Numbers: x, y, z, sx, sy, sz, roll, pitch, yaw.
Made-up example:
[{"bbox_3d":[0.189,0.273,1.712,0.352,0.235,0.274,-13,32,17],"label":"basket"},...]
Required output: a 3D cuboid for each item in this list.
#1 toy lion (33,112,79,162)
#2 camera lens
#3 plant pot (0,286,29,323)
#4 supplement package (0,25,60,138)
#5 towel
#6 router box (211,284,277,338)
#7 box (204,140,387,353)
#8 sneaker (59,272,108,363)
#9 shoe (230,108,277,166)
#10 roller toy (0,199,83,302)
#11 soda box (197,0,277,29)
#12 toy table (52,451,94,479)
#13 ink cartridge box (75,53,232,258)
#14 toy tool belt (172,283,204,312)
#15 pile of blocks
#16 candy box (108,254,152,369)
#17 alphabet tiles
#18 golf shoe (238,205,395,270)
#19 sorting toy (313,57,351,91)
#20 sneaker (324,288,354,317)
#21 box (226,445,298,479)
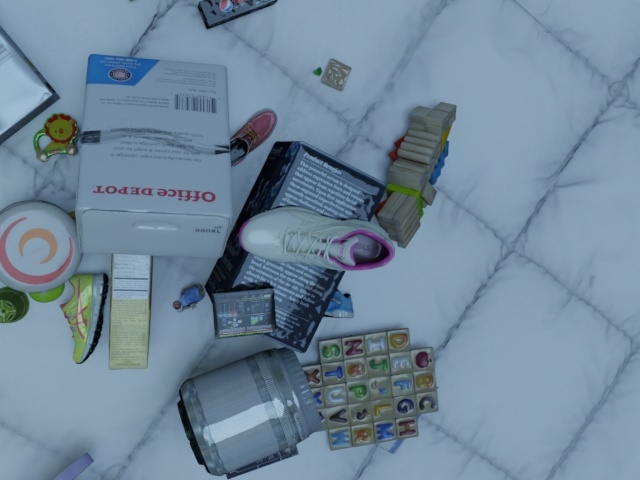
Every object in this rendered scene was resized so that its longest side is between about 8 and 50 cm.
[{"bbox_3d":[-0.576,-0.227,1.617,0.100,0.034,0.096,-15,93,-11],"label":"toy lion"},{"bbox_3d":[-0.160,0.372,1.630,0.274,0.219,0.219,-20,101,-10],"label":"camera lens"},{"bbox_3d":[-0.682,0.147,1.611,0.083,0.079,0.083,-1,97,-12],"label":"plant pot"},{"bbox_3d":[-0.703,-0.337,1.512,0.204,0.145,0.261,-39,104,-5],"label":"supplement package"},{"bbox_3d":[0.132,0.387,1.857,0.285,0.034,0.209,33,91,-13],"label":"towel"},{"bbox_3d":[-0.149,0.139,1.454,0.123,0.038,0.092,-4,98,-12],"label":"router box"},{"bbox_3d":[-0.068,0.000,1.628,0.212,0.293,0.395,26,90,-15],"label":"box"},{"bbox_3d":[-0.535,0.170,1.656,0.094,0.081,0.208,9,88,-7],"label":"sneaker"},{"bbox_3d":[-0.161,-0.231,1.686,0.178,0.081,0.063,-44,104,-5],"label":"shoe"},{"bbox_3d":[-0.607,0.007,1.577,0.191,0.146,0.209,30,84,-24],"label":"roller toy"},{"bbox_3d":[-0.186,-0.530,1.658,0.169,0.053,0.060,-24,101,-10],"label":"soda box"},{"bbox_3d":[-0.574,0.618,1.624,0.274,0.252,0.161,-40,88,6],"label":"toy table"},{"bbox_3d":[-0.334,-0.171,1.507,0.286,0.166,0.394,2,57,-13],"label":"ink cartridge box"},{"bbox_3d":[-0.304,0.135,1.713,0.083,0.051,0.052,-34,103,-7],"label":"toy tool belt"},{"bbox_3d":[0.217,-0.167,1.786,0.113,0.149,0.362,19,81,28],"label":"pile of blocks"},{"bbox_3d":[-0.412,0.103,1.615,0.088,0.183,0.316,1,97,-14],"label":"candy box"},{"bbox_3d":[0.121,0.367,1.829,0.343,0.011,0.285,-7,99,-9],"label":"alphabet tiles"},{"bbox_3d":[0.000,0.000,1.421,0.307,0.140,0.115,3,98,-12],"label":"golf shoe"},{"bbox_3d":[0.026,-0.395,1.746,0.083,0.012,0.062,22,96,-18],"label":"sorting toy"},{"bbox_3d":[0.016,0.146,1.772,0.162,0.063,0.073,11,79,-48],"label":"sneaker"},{"bbox_3d":[-0.170,0.430,1.778,0.183,0.056,0.230,-17,100,-12],"label":"box"}]
